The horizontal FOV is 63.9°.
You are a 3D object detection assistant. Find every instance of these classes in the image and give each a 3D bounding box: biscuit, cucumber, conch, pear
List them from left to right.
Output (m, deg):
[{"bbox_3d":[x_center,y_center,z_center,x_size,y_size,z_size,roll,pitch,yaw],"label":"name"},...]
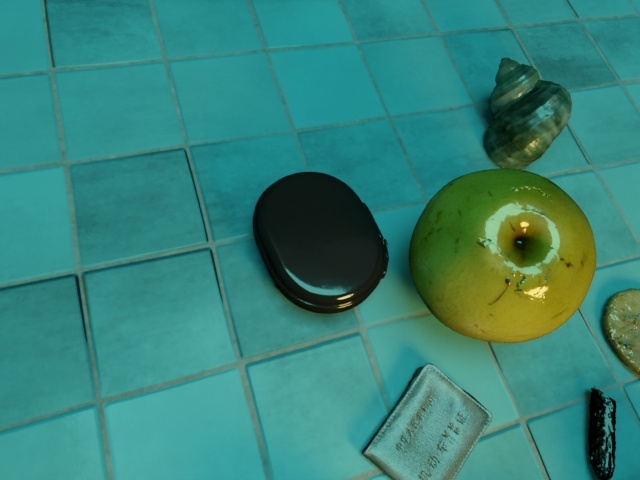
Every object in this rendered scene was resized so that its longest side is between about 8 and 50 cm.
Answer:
[{"bbox_3d":[0.341,0.029,0.980,0.348,0.348,0.348,5,64,-9],"label":"pear"},{"bbox_3d":[0.504,-0.322,1.270,0.220,0.195,0.277,-16,94,11],"label":"conch"},{"bbox_3d":[0.550,0.380,1.001,0.053,0.053,0.181,17,65,-3],"label":"cucumber"},{"bbox_3d":[0.725,0.206,1.128,0.220,0.033,0.220,5,64,-10],"label":"biscuit"}]

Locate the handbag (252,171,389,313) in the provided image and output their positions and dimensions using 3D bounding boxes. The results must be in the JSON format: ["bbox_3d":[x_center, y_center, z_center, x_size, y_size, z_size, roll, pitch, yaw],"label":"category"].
[{"bbox_3d":[0.000,0.000,1.046,0.254,0.093,0.308,-19,70,-21],"label":"handbag"}]

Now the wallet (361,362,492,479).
[{"bbox_3d":[0.201,0.355,0.948,0.167,0.036,0.222,40,64,9],"label":"wallet"}]
